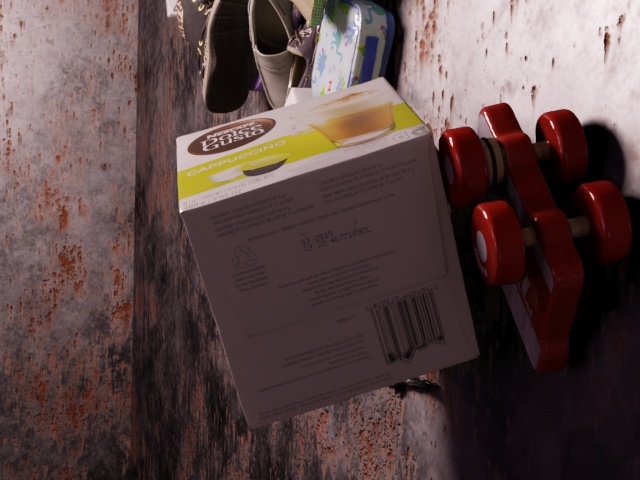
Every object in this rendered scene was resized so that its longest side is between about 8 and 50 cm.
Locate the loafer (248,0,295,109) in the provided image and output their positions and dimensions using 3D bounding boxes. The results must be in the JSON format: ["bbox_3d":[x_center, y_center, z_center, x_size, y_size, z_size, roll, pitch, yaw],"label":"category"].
[{"bbox_3d":[-0.097,-0.399,2.088,0.111,0.112,0.320,-65,-28,-49],"label":"loafer"}]

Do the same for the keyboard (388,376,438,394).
[{"bbox_3d":[0.152,0.163,1.679,0.317,0.033,0.202,169,100,-68],"label":"keyboard"}]

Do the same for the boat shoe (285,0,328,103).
[{"bbox_3d":[-0.021,-0.382,2.018,0.103,0.092,0.285,-141,54,-62],"label":"boat shoe"}]

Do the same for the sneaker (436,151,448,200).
[{"bbox_3d":[0.166,-0.096,1.625,0.170,0.051,0.089,-107,27,-45],"label":"sneaker"}]

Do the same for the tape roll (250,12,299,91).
[{"bbox_3d":[-0.115,-0.430,2.268,0.189,0.080,0.189,-179,90,-68],"label":"tape roll"}]

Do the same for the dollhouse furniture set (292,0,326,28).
[{"bbox_3d":[0.020,-0.537,1.848,0.302,0.151,0.198,-117,29,-50],"label":"dollhouse furniture set"}]

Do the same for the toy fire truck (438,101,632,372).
[{"bbox_3d":[0.256,-0.012,1.284,0.254,0.169,0.302,88,168,-52],"label":"toy fire truck"}]

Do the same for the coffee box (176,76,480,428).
[{"bbox_3d":[0.000,0.000,1.447,0.334,0.337,0.338,-110,4,-66],"label":"coffee box"}]

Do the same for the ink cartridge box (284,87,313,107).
[{"bbox_3d":[-0.006,-0.132,1.952,0.198,0.114,0.273,117,146,-48],"label":"ink cartridge box"}]

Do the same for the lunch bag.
[{"bbox_3d":[0.058,-0.327,1.829,0.176,0.090,0.219,-132,48,-60],"label":"lunch bag"}]

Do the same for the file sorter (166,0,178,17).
[{"bbox_3d":[-0.282,-0.718,2.533,0.173,0.192,0.278,139,128,-58],"label":"file sorter"}]

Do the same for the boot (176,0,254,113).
[{"bbox_3d":[-0.221,-0.510,2.240,0.377,0.138,0.284,105,150,-43],"label":"boot"}]
